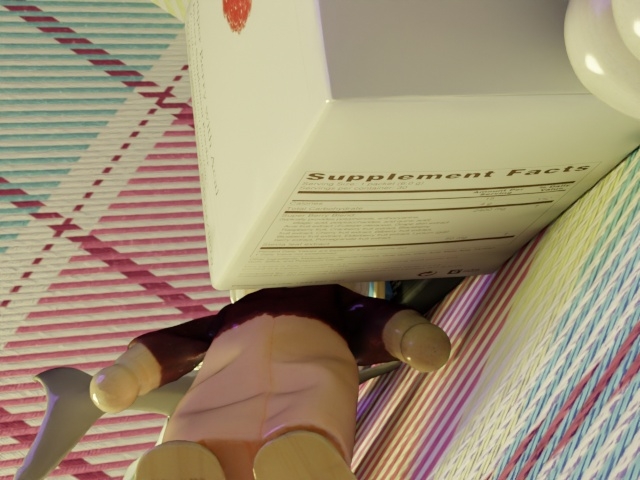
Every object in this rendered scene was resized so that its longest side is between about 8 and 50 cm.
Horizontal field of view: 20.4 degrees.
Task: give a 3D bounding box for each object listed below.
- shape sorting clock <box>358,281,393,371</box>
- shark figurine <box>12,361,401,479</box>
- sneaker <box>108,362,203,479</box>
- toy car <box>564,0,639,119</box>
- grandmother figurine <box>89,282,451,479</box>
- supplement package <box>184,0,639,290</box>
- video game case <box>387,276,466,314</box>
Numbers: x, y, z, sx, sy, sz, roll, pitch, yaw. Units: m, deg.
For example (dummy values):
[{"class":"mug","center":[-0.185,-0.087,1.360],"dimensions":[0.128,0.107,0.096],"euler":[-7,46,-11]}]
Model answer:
[{"class":"shape sorting clock","center":[0.000,0.000,1.258],"dimensions":[0.206,0.040,0.206],"euler":[170,90,-74]},{"class":"shark figurine","center":[-0.053,0.135,1.155],"dimensions":[0.166,0.278,0.116],"euler":[-20,68,37]},{"class":"sneaker","center":[-0.101,0.222,1.466],"dimensions":[0.330,0.122,0.146],"euler":[-54,21,38]},{"class":"toy car","center":[0.138,-0.142,0.682],"dimensions":[0.159,0.136,0.182],"euler":[-58,2,-6]},{"class":"grandmother figurine","center":[-0.028,0.075,1.023],"dimensions":[0.342,0.208,0.104],"euler":[-70,-19,-69]},{"class":"supplement package","center":[0.042,-0.100,0.906],"dimensions":[0.293,0.175,0.177],"euler":[127,139,-68]},{"class":"video game case","center":[0.042,-0.077,1.208],"dimensions":[0.275,0.035,0.248],"euler":[127,131,-69]}]
